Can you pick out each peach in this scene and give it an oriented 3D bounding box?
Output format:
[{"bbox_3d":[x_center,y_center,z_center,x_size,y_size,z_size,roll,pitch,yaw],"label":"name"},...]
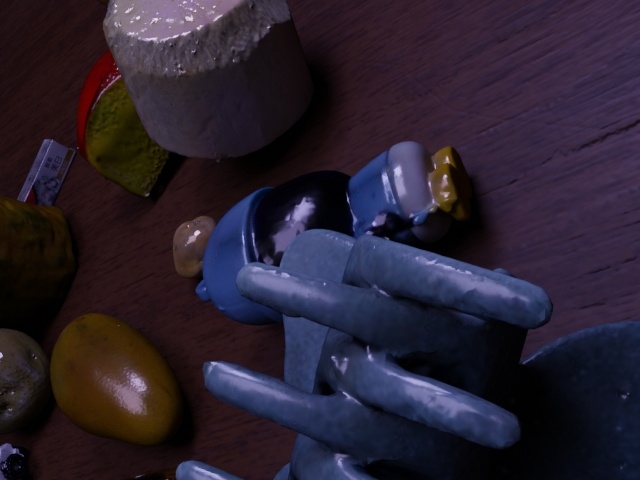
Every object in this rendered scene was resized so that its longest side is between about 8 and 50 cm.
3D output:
[{"bbox_3d":[-0.272,-0.221,1.140,0.267,0.154,0.158,-58,36,19],"label":"peach"}]

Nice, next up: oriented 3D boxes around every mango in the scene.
[{"bbox_3d":[-0.255,0.182,0.949,0.253,0.113,0.138,26,84,42],"label":"mango"}]

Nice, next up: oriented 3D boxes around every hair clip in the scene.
[{"bbox_3d":[0.046,0.156,0.492,0.392,0.238,0.318,17,88,29],"label":"hair clip"}]

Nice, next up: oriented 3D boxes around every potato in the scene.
[{"bbox_3d":[-0.497,0.207,1.171,0.157,0.157,0.194,-64,27,-3],"label":"potato"},{"bbox_3d":[-0.162,0.009,0.996,0.068,0.062,0.083,3,92,62],"label":"potato"}]

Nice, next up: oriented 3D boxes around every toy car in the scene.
[{"bbox_3d":[-0.495,0.355,1.125,0.171,0.070,0.080,-30,49,32],"label":"toy car"}]

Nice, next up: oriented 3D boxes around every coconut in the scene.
[{"bbox_3d":[-0.137,-0.223,0.966,0.239,0.244,0.239,-7,55,10],"label":"coconut"}]

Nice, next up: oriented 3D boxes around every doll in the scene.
[{"bbox_3d":[0.000,0.000,0.770,0.314,0.141,0.177,-21,22,24],"label":"doll"}]

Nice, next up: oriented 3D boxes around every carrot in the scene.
[{"bbox_3d":[-0.575,0.032,1.215,0.242,0.341,0.241,-5,82,40],"label":"carrot"}]

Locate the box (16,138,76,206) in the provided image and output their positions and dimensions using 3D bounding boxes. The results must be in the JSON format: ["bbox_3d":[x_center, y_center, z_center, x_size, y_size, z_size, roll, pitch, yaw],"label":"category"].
[{"bbox_3d":[-0.530,-0.081,1.422,0.040,0.055,0.218,9,74,50],"label":"box"}]

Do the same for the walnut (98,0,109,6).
[{"bbox_3d":[-0.338,-0.511,1.370,0.222,0.195,0.195,18,82,48],"label":"walnut"}]

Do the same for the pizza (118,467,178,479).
[{"bbox_3d":[-0.169,0.357,0.788,0.251,0.074,0.287,-46,44,18],"label":"pizza"}]
